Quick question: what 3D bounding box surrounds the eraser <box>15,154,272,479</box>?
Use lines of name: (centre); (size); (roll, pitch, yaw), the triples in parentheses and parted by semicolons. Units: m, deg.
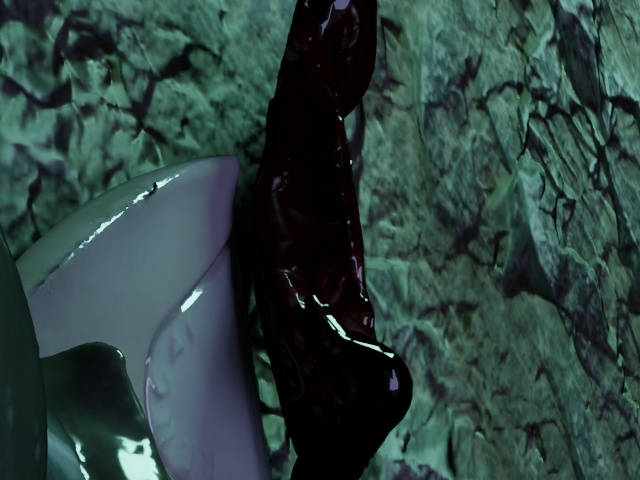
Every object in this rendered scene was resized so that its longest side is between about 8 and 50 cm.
eraser: (-0.085, 0.069, 0.607); (0.243, 0.059, 0.204); (-5, 87, -64)

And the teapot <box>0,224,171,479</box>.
teapot: (-0.149, 0.092, 0.344); (0.285, 0.223, 0.305); (55, 36, -49)

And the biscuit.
biscuit: (0.001, -0.003, 0.727); (0.151, 0.063, 0.235); (94, -6, -65)
